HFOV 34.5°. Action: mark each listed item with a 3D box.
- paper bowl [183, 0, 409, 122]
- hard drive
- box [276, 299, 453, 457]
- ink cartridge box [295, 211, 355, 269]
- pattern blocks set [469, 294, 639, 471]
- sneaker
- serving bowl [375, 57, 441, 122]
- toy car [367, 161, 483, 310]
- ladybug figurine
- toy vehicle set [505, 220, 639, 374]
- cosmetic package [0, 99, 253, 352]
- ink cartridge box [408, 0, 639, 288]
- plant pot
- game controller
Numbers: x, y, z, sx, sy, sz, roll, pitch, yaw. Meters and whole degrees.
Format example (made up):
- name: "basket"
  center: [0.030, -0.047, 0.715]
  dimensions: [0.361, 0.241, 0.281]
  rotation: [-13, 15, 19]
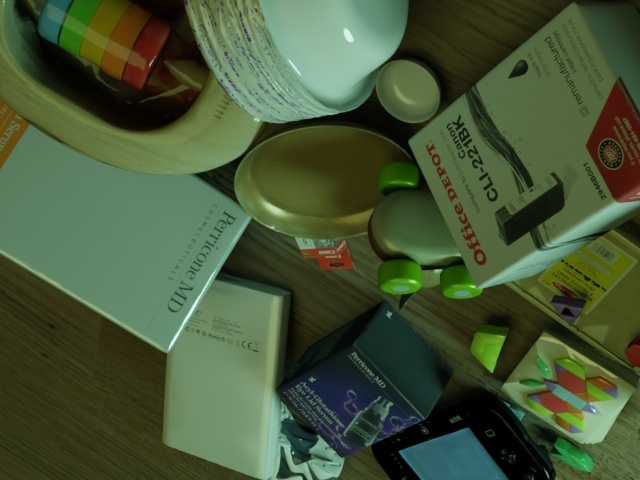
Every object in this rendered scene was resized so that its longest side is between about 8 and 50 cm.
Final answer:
- name: "paper bowl"
  center: [-0.010, -0.271, 1.065]
  dimensions: [0.148, 0.284, 0.284]
  rotation: [-5, 120, 30]
- name: "hard drive"
  center: [-0.152, 0.205, 1.628]
  dimensions: [0.203, 0.040, 0.308]
  rotation: [14, 109, 25]
- name: "box"
  center: [0.063, 0.206, 1.516]
  dimensions: [0.153, 0.108, 0.207]
  rotation: [46, 136, -6]
- name: "ink cartridge box"
  center: [0.000, 0.000, 1.451]
  dimensions: [0.062, 0.029, 0.115]
  rotation: [-4, 120, 35]
- name: "pattern blocks set"
  center: [0.328, 0.195, 1.355]
  dimensions: [0.285, 0.026, 0.325]
  rotation: [22, 141, 22]
- name: "sneaker"
  center: [-0.090, 0.350, 1.737]
  dimensions: [0.235, 0.094, 0.153]
  rotation: [33, 127, -7]
- name: "serving bowl"
  center: [0.109, -0.184, 1.237]
  dimensions: [0.083, 0.027, 0.083]
  rotation: [18, 131, 22]
- name: "toy car"
  center: [0.118, 0.012, 1.305]
  dimensions: [0.148, 0.155, 0.188]
  rotation: [5, 158, -11]
- name: "ladybug figurine"
  center: [-0.253, -0.264, 1.277]
  dimensions: [0.449, 0.162, 0.305]
  rotation: [33, 107, -4]
- name: "toy vehicle set"
  center: [0.325, 0.034, 1.260]
  dimensions: [0.266, 0.035, 0.166]
  rotation: [36, 136, 4]
- name: "cosmetic package"
  center: [-0.343, -0.057, 1.414]
  dimensions: [0.453, 0.230, 0.161]
  rotation: [31, 173, -5]
- name: "ink cartridge box"
  center: [0.247, -0.095, 1.103]
  dimensions: [0.273, 0.114, 0.197]
  rotation: [-39, 68, 46]
- name: "plant pot"
  center: [0.008, -0.079, 1.315]
  dimensions: [0.236, 0.032, 0.236]
  rotation: [0, 145, 0]
- name: "game controller"
  center: [0.202, 0.325, 1.526]
  dimensions: [0.166, 0.067, 0.319]
  rotation: [45, 142, -8]
